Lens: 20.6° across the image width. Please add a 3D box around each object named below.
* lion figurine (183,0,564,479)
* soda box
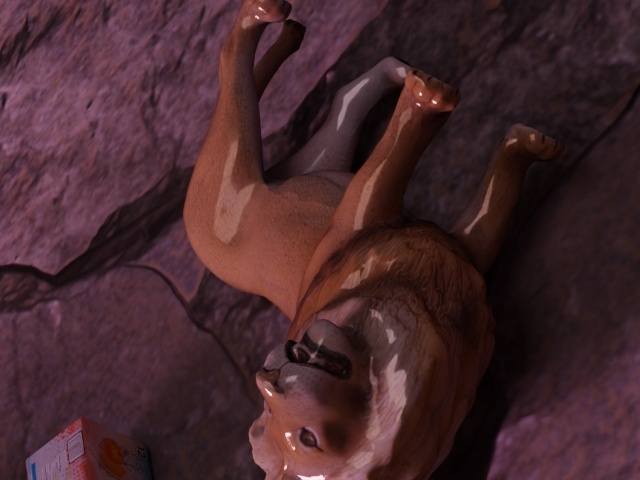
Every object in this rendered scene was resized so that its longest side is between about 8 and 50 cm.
[{"bbox_3d":[0.000,0.000,1.063,0.240,0.142,0.392,-62,25,7],"label":"lion figurine"},{"bbox_3d":[-0.137,0.204,1.104,0.058,0.063,0.183,-38,43,23],"label":"soda box"}]
